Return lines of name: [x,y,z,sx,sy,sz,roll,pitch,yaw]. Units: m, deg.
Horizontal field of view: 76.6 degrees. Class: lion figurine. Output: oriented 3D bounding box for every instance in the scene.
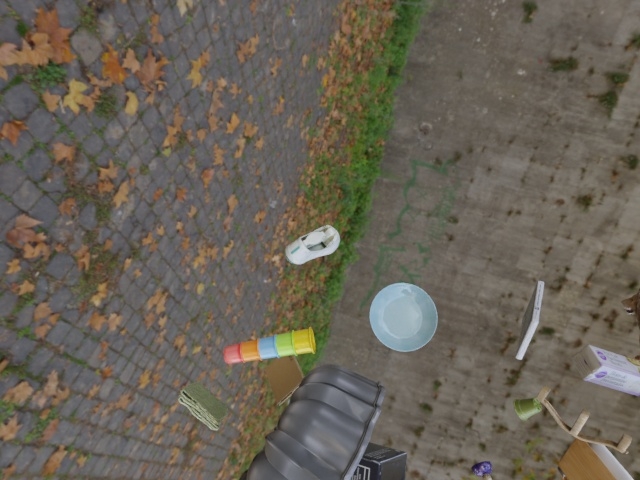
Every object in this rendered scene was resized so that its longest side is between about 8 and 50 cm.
lion figurine: [1.053,0.289,1.253,0.392,0.142,0.240,-12,104,-64]

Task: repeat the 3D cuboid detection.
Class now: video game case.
video game case: [0.649,0.248,1.256,0.173,0.022,0.190,-53,150,-41]

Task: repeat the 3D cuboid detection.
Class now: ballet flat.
ballet flat: [0.000,0.000,1.835,0.400,0.139,0.139,-25,135,-53]

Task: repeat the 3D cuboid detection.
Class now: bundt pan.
bundt pan: [-0.032,0.345,0.654,0.331,0.124,0.331,-57,171,-15]

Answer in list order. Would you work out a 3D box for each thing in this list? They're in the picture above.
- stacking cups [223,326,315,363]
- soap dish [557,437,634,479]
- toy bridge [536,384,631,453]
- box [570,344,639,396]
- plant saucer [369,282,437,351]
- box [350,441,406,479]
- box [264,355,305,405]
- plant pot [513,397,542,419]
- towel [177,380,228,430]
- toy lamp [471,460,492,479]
stacking cups: [-0.179,0.371,1.425,0.096,0.316,0.096,-9,90,-83]
soap dish: [0.668,0.616,0.907,0.229,0.118,0.291,55,6,-43]
toy bridge: [0.579,0.408,0.905,0.026,0.188,0.063,-8,120,-48]
box: [0.785,0.343,1.017,0.067,0.324,0.063,-91,-155,-53]
plant saucer: [0.238,0.222,1.178,0.037,0.194,0.195,86,24,-76]
box: [0.051,0.683,1.058,0.182,0.294,0.296,26,68,-52]
box: [-0.159,0.593,1.787,0.164,0.201,0.021,-44,129,7]
plant pot: [0.835,0.667,1.620,0.079,0.083,0.083,-42,-169,40]
towel: [-0.246,0.346,0.855,0.027,0.110,0.148,-48,177,-10]
toy lamp: [0.554,0.834,1.243,0.275,0.080,0.080,-104,-162,-49]
